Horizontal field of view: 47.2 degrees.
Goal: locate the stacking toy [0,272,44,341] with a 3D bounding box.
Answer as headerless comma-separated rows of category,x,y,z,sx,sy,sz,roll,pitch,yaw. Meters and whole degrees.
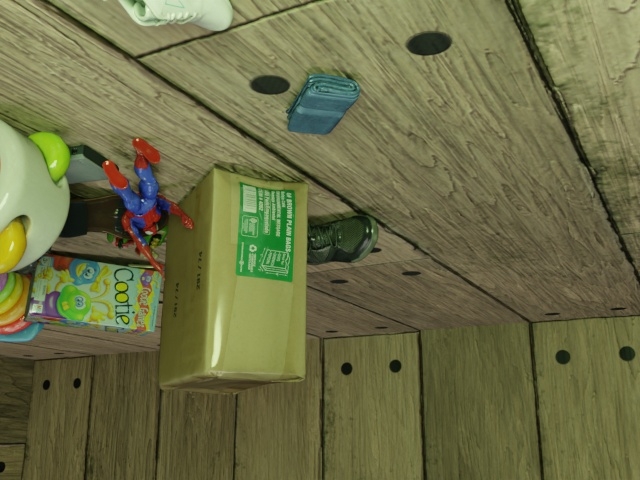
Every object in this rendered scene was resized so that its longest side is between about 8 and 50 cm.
stacking toy,-0.752,0.100,1.666,0.165,0.175,0.302,1,151,6

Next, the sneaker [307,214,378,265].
sneaker,0.000,0.000,1.368,0.130,0.087,0.227,5,170,-41

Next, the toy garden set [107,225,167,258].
toy garden set,-0.310,0.016,1.493,0.244,0.049,0.204,6,163,-19

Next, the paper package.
paper package,-0.150,0.083,1.224,0.168,0.325,0.309,8,163,-25

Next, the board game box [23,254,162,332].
board game box,-0.523,0.130,1.686,0.275,0.142,0.144,11,164,-23

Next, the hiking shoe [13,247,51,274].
hiking shoe,-0.588,-0.002,1.408,0.114,0.086,0.227,25,148,-27

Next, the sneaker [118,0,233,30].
sneaker,-0.142,-0.216,0.659,0.053,0.061,0.152,-16,159,40

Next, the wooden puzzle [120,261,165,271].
wooden puzzle,-0.420,0.063,1.728,0.116,0.014,0.078,5,168,-18

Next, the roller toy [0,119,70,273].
roller toy,-0.446,-0.059,0.957,0.191,0.210,0.146,5,165,14

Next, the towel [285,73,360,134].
towel,0.001,-0.166,0.890,0.067,0.029,0.119,5,163,-16

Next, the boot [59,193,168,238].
boot,-0.379,-0.051,1.267,0.219,0.082,0.106,0,-165,-41

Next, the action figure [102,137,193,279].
action figure,-0.255,-0.037,1.135,0.091,0.139,0.280,-40,174,-17

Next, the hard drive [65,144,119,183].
hard drive,-0.386,-0.110,1.097,0.135,0.022,0.094,-5,164,17
